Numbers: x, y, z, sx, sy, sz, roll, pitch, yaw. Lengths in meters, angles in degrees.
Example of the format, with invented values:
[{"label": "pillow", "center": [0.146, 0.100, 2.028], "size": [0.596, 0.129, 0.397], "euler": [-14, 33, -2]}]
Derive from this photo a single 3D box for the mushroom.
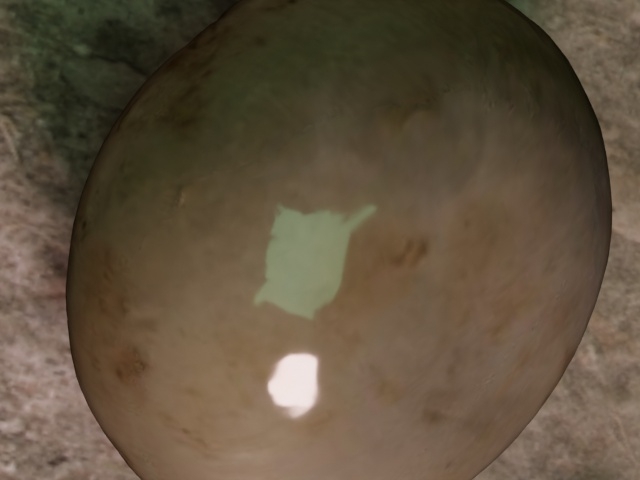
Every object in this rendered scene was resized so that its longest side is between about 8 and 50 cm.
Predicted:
[{"label": "mushroom", "center": [0.000, 0.000, 0.972], "size": [0.362, 0.294, 0.362], "euler": [-23, 129, -32]}]
